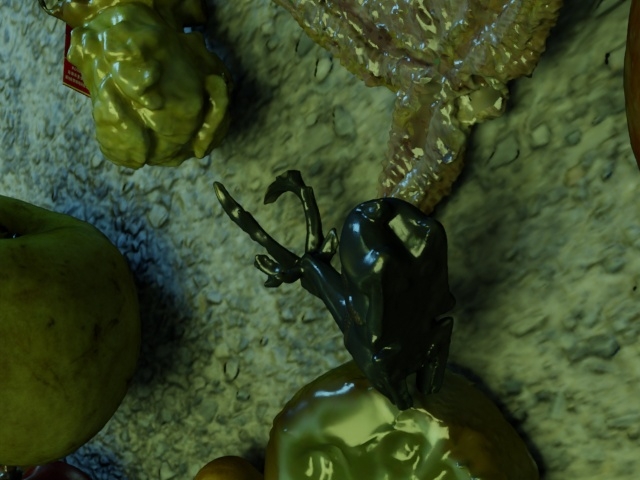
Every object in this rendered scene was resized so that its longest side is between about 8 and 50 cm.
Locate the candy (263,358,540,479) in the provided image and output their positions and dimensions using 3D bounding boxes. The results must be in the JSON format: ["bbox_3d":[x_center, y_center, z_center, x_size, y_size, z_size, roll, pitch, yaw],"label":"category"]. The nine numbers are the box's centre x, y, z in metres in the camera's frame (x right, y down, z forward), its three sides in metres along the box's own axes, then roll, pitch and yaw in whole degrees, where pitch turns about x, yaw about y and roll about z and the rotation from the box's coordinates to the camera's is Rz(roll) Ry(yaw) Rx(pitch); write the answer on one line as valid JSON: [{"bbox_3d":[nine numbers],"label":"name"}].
[{"bbox_3d":[0.067,0.227,0.777,0.259,0.118,0.260,12,111,34],"label":"candy"}]

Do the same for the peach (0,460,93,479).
[{"bbox_3d":[-0.367,0.426,1.156,0.257,0.201,0.362,-13,113,4],"label":"peach"}]

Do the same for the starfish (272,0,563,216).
[{"bbox_3d":[0.047,-0.155,0.662,0.384,0.132,0.398,53,154,13],"label":"starfish"}]

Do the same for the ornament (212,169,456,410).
[{"bbox_3d":[0.000,0.000,0.693,0.236,0.080,0.202,46,157,39],"label":"ornament"}]

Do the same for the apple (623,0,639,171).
[{"bbox_3d":[0.291,-0.063,0.403,0.250,0.277,0.309,108,148,-44],"label":"apple"}]

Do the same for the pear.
[{"bbox_3d":[-0.344,0.103,0.964,0.303,0.304,0.304,13,112,37],"label":"pear"}]

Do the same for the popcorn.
[{"bbox_3d":[-0.163,-0.161,0.814,0.173,0.168,0.195,-10,101,14],"label":"popcorn"}]

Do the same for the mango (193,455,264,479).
[{"bbox_3d":[-0.075,0.281,0.913,0.165,0.089,0.115,16,138,55],"label":"mango"}]

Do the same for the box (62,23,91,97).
[{"bbox_3d":[-0.256,-0.203,0.979,0.051,0.023,0.082,27,119,30],"label":"box"}]
